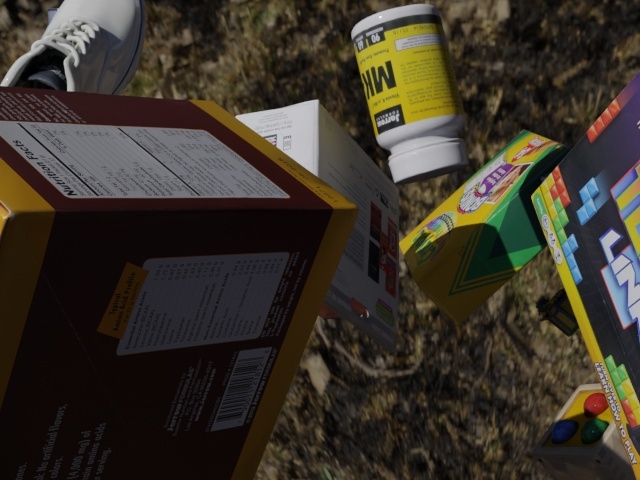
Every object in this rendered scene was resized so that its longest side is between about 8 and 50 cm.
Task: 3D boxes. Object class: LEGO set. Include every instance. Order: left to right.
[{"bbox_3d":[0.488,0.016,2.028,0.192,0.255,0.331,41,37,20],"label":"LEGO set"}]

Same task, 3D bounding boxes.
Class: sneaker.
[{"bbox_3d":[-0.228,-0.155,0.992,0.094,0.091,0.258,18,66,0],"label":"sneaker"}]

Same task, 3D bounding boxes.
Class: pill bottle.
[{"bbox_3d":[0.118,-0.184,1.388,0.119,0.119,0.208,-14,86,2],"label":"pill bottle"}]

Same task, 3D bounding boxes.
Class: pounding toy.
[{"bbox_3d":[0.361,0.240,1.444,0.094,0.206,0.181,49,62,-12],"label":"pounding toy"}]

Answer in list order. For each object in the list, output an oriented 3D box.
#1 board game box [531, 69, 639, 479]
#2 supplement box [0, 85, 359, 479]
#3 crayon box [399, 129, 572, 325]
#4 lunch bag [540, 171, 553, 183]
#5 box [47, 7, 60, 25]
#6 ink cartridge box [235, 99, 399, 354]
[{"bbox_3d":[0.172,0.017,0.511,0.048,0.141,0.170,-9,66,-18],"label":"board game box"},{"bbox_3d":[-0.119,0.038,0.535,0.129,0.194,0.191,38,117,37],"label":"supplement box"},{"bbox_3d":[0.290,-0.035,1.832,0.313,0.363,0.106,-42,97,6],"label":"crayon box"},{"bbox_3d":[0.367,-0.070,1.568,0.083,0.053,0.071,-15,100,9],"label":"lunch bag"},{"bbox_3d":[-0.326,-0.221,1.439,0.059,0.054,0.168,-3,102,-27],"label":"box"},{"bbox_3d":[0.000,0.000,1.507,0.130,0.309,0.271,-8,66,22],"label":"ink cartridge box"}]
